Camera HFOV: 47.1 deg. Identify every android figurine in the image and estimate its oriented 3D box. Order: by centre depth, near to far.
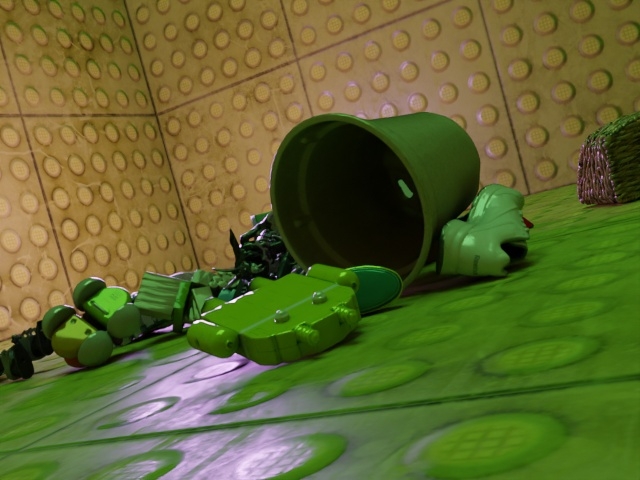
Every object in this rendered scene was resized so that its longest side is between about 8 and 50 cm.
[{"bbox_3d":[-0.056,0.102,1.027,0.248,0.056,0.273,-23,17,-29],"label":"android figurine"}]

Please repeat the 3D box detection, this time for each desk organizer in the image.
[{"bbox_3d":[0.238,0.026,1.677,0.130,0.050,0.047,-16,2,-29],"label":"desk organizer"}]

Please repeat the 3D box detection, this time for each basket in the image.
[{"bbox_3d":[0.825,-0.225,1.908,0.299,0.213,0.223,-15,3,-5],"label":"basket"}]

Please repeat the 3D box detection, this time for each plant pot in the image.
[{"bbox_3d":[0.129,-0.100,1.353,0.334,0.333,0.305,-13,11,42],"label":"plant pot"}]

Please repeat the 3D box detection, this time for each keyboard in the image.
[{"bbox_3d":[-0.084,0.050,1.583,0.202,0.033,0.317,-13,34,21],"label":"keyboard"}]

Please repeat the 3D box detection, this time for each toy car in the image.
[{"bbox_3d":[-0.449,0.178,1.477,0.182,0.159,0.136,-47,-28,-25],"label":"toy car"}]

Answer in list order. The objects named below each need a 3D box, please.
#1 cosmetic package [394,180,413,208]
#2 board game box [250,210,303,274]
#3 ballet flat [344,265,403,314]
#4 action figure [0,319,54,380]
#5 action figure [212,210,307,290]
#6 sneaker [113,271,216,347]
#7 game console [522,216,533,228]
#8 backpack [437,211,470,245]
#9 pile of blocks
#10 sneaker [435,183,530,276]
[{"bbox_3d":[0.178,-0.064,1.746,0.385,0.156,0.217,-18,-36,-54],"label":"cosmetic package"},{"bbox_3d":[0.000,0.000,1.885,0.318,0.213,0.046,-15,2,-20],"label":"board game box"},{"bbox_3d":[0.020,0.096,1.177,0.231,0.077,0.077,-17,-15,7],"label":"ballet flat"},{"bbox_3d":[-0.707,0.262,1.622,0.285,0.099,0.185,-19,9,34],"label":"action figure"},{"bbox_3d":[-0.071,0.013,1.440,0.276,0.164,0.141,-31,10,-18],"label":"action figure"},{"bbox_3d":[-0.384,0.153,1.754,0.316,0.127,0.182,-17,4,-9],"label":"sneaker"},{"bbox_3d":[0.451,-0.019,1.884,0.144,0.085,0.124,-15,-29,-13],"label":"game console"},{"bbox_3d":[0.291,-0.003,1.444,0.120,0.097,0.101,-13,7,25],"label":"backpack"},{"bbox_3d":[-0.234,0.143,1.628,0.362,0.149,0.112,-6,-44,-19],"label":"pile of blocks"},{"bbox_3d":[0.303,-0.007,1.265,0.129,0.111,0.297,16,34,26],"label":"sneaker"}]
